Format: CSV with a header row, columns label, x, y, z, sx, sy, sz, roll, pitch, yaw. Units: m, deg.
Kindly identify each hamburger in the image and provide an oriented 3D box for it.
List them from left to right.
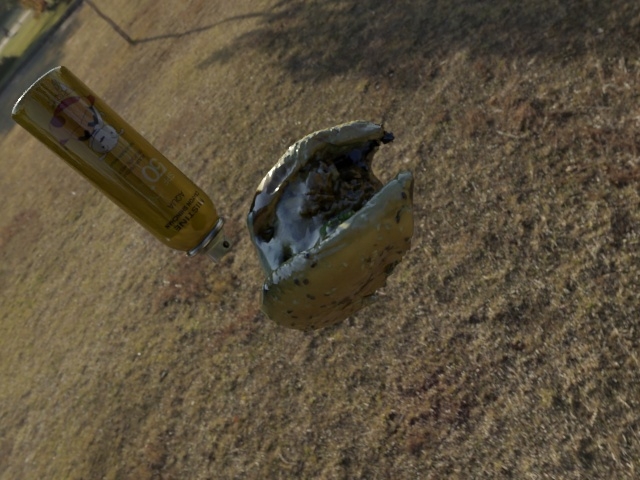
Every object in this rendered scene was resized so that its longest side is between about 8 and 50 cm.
label,x,y,z,sx,sy,sz,roll,pitch,yaw
hamburger,0.000,0.000,0.647,0.192,0.288,0.168,-22,65,-23

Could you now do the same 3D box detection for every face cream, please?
label,x,y,z,sx,sy,sz,roll,pitch,yaw
face cream,-0.271,-0.092,0.758,0.105,0.348,0.105,-39,21,18
